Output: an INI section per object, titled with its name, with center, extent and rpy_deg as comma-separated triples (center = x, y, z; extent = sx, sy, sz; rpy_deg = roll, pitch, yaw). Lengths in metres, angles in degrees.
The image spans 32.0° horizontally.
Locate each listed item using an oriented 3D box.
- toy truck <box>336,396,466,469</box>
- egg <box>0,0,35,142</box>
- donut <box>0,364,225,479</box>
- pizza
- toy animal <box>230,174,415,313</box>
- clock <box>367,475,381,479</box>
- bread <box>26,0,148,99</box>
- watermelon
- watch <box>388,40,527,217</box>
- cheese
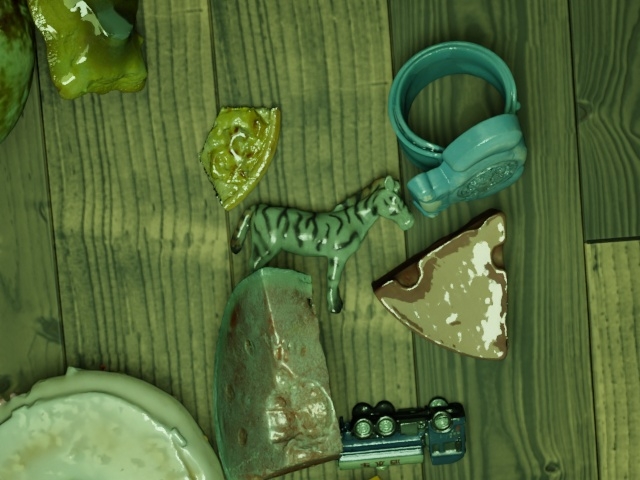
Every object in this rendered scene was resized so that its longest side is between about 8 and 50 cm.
[toy truck]
center = 0.103, 0.275, 1.558
extent = 0.201, 0.074, 0.088
rpy_deg = -5, 99, 2
[egg]
center = -0.488, -0.249, 1.453
extent = 0.238, 0.238, 0.289
rpy_deg = -10, 120, 2
[donut]
center = -0.310, 0.359, 1.536
extent = 0.382, 0.142, 0.383
rpy_deg = 0, 93, 1
[pizza]
center = -0.116, -0.124, 1.551
extent = 0.099, 0.036, 0.160
rpy_deg = 29, 94, -1
[toy animal]
center = 0.007, 0.017, 1.539
extent = 0.255, 0.090, 0.170
rpy_deg = -12, 89, -1
[clock]
center = 0.017, 0.446, 1.501
extent = 0.309, 0.235, 0.166
rpy_deg = -34, 77, -7
[bread]
center = -0.307, -0.309, 1.484
extent = 0.088, 0.160, 0.233
rpy_deg = -19, 91, 33
[watermelon]
center = -0.032, 0.187, 1.450
extent = 0.148, 0.226, 0.318
rpy_deg = -3, 112, -26
[watch]
center = 0.174, -0.157, 1.486
extent = 0.211, 0.211, 0.193
rpy_deg = -25, 71, 3
[cheese]
center = 0.159, 0.061, 1.514
extent = 0.177, 0.128, 0.203
rpy_deg = -2, 95, 1
